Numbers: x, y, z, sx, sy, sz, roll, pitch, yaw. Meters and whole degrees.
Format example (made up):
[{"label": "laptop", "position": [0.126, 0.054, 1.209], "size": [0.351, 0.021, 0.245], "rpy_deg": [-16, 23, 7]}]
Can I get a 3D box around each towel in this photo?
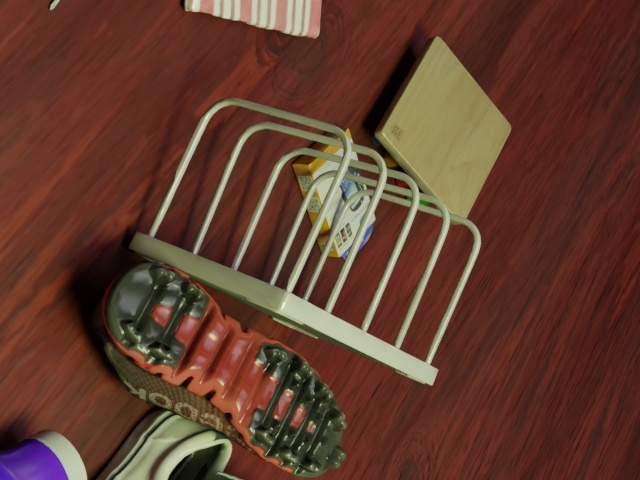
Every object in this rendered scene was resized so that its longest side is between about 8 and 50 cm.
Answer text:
[{"label": "towel", "position": [-0.063, -0.285, 1.255], "size": [0.197, 0.029, 0.144], "rpy_deg": [2, 93, -50]}]

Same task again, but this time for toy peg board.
[{"label": "toy peg board", "position": [0.127, -0.125, 1.498], "size": [0.160, 0.079, 0.161], "rpy_deg": [46, 57, -27]}]

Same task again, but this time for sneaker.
[{"label": "sneaker", "position": [-0.172, 0.260, 1.129], "size": [0.258, 0.091, 0.094], "rpy_deg": [-59, 136, -30]}, {"label": "sneaker", "position": [-0.097, 0.123, 1.143], "size": [0.276, 0.135, 0.097], "rpy_deg": [39, 63, -20]}]

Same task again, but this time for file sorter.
[{"label": "file sorter", "position": [0.000, 0.000, 1.205], "size": [0.278, 0.193, 0.173], "rpy_deg": [30, 81, -52]}]

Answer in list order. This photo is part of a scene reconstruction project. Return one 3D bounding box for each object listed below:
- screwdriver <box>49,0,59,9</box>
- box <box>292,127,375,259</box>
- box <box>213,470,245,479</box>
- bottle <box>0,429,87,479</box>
[{"label": "screwdriver", "position": [-0.188, -0.265, 1.094], "size": [0.024, 0.025, 0.170], "rpy_deg": [50, 56, -43]}, {"label": "box", "position": [0.018, -0.047, 1.391], "size": [0.081, 0.028, 0.136], "rpy_deg": [-45, 130, -40]}, {"label": "box", "position": [-0.106, 0.333, 1.183], "size": [0.175, 0.051, 0.220], "rpy_deg": [77, 35, -73]}, {"label": "bottle", "position": [-0.301, 0.237, 0.956], "size": [0.283, 0.092, 0.118], "rpy_deg": [-29, 118, -47]}]
